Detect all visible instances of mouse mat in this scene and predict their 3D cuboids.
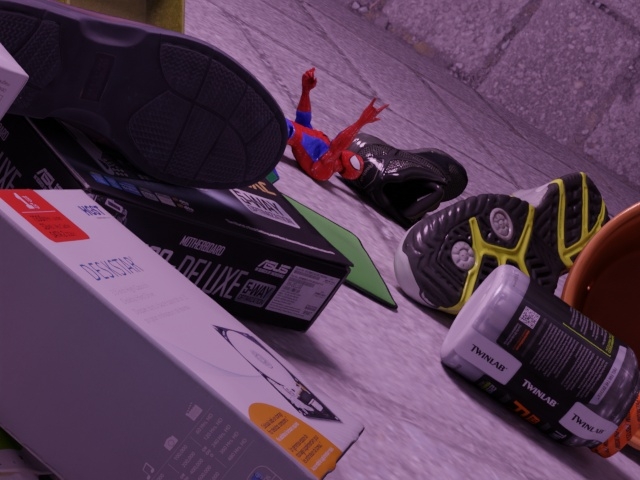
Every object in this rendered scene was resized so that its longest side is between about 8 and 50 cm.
[{"bbox_3d":[0.000,0.000,1.594,0.153,0.007,0.189,29,13,-23],"label":"mouse mat"}]

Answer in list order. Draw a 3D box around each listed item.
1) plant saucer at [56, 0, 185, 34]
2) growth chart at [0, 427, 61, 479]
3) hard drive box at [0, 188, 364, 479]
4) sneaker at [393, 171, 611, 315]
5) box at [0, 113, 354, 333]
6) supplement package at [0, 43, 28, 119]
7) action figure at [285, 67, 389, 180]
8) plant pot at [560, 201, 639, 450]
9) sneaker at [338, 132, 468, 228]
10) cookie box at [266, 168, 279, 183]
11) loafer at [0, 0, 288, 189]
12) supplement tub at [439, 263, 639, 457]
[{"bbox_3d":[-0.206,-0.201,1.519,0.045,0.188,0.188,-4,-9,30],"label":"plant saucer"},{"bbox_3d":[-0.217,0.083,0.754,0.172,0.021,0.237,42,13,23],"label":"growth chart"},{"bbox_3d":[-0.101,0.077,0.857,0.232,0.089,0.181,39,7,5],"label":"hard drive box"},{"bbox_3d":[0.195,0.022,1.765,0.385,0.147,0.145,-11,81,-52],"label":"sneaker"},{"bbox_3d":[-0.151,-0.047,1.235,0.307,0.076,0.242,18,22,-49],"label":"box"},{"bbox_3d":[-0.346,-0.127,0.893,0.262,0.145,0.204,20,20,-49],"label":"supplement package"},{"bbox_3d":[-0.039,-0.164,1.802,0.280,0.139,0.091,30,15,-31],"label":"action figure"},{"bbox_3d":[0.398,0.096,1.705,0.291,0.291,0.203,36,-3,2],"label":"plant pot"},{"bbox_3d":[0.130,-0.063,1.963,0.227,0.087,0.130,13,27,-51],"label":"sneaker"},{"bbox_3d":[-0.093,-0.108,1.592,0.107,0.040,0.092,53,4,-25],"label":"cookie box"},{"bbox_3d":[-0.155,-0.123,1.115,0.303,0.109,0.095,18,17,-40],"label":"loafer"},{"bbox_3d":[0.221,0.119,1.480,0.190,0.117,0.117,35,13,-1],"label":"supplement tub"}]
